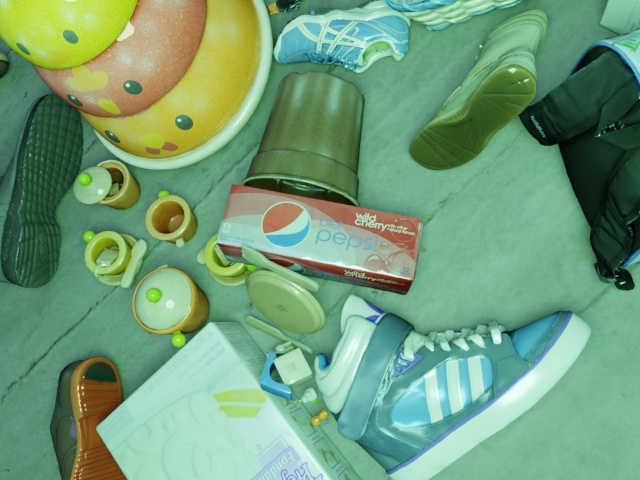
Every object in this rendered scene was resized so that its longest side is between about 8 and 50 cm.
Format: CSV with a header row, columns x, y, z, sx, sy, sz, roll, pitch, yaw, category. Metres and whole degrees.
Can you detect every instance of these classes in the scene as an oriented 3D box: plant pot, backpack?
x,y,z,sx,sy,sz,roll,pitch,yaw,category
-0.013,-0.134,0.812,0.167,0.167,0.165,8,78,17,plant pot
0.372,-0.108,0.636,0.213,0.263,0.276,-24,76,11,backpack

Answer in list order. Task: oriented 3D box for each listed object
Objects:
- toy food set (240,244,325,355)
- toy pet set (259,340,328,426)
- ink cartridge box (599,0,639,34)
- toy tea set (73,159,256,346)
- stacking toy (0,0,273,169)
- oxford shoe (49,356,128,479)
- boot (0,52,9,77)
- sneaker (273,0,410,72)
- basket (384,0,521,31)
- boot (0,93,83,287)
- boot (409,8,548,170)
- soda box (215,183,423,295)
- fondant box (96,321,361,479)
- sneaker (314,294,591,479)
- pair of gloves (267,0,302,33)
x,y,z,sx,sy,sz,roll,pitch,yaw,category
-0.048,0.077,0.797,0.133,0.192,0.038,26,55,14,toy food set
-0.045,0.197,0.781,0.065,0.114,0.122,-24,67,-13,toy pet set
0.509,-0.310,0.657,0.270,0.197,0.198,37,93,18,ink cartridge box
-0.263,0.001,0.866,0.336,0.124,0.200,30,81,18,toy tea set
-0.309,-0.307,0.741,0.351,0.480,0.350,-3,82,22,stacking toy
-0.360,0.320,0.894,0.098,0.097,0.271,-13,74,34,oxford shoe
-0.645,-0.209,1.058,0.249,0.090,0.206,-22,91,8,boot
0.029,-0.292,0.857,0.211,0.080,0.081,-9,77,16,sneaker
0.163,-0.395,0.714,0.255,0.289,0.200,-10,84,25,basket
-0.544,-0.092,0.984,0.223,0.118,0.337,7,80,22,boot
0.214,-0.199,0.783,0.077,0.213,0.165,34,54,-11,boot
0.000,0.000,0.789,0.264,0.083,0.092,10,71,6,soda box
-0.122,0.312,0.811,0.238,0.096,0.330,-43,74,7,fondant box
0.139,0.135,0.739,0.323,0.130,0.236,-44,77,12,sneaker
-0.042,-0.360,0.924,0.074,0.010,0.083,-25,74,13,pair of gloves
